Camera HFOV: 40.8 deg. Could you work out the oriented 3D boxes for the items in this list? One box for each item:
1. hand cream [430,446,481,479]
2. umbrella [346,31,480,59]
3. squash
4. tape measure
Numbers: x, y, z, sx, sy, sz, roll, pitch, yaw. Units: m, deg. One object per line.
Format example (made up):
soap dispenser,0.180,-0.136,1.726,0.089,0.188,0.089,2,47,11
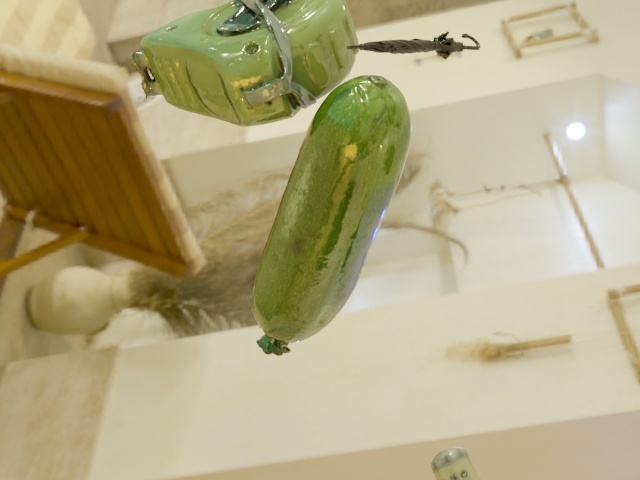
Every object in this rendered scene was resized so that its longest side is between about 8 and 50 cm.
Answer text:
hand cream,0.154,0.271,0.837,0.039,0.061,0.143,5,56,-54
umbrella,0.078,-0.148,0.662,0.022,0.149,0.022,53,-45,21
squash,0.000,0.000,0.819,0.378,0.101,0.101,115,-21,-45
tape measure,-0.055,-0.179,0.798,0.200,0.175,0.106,23,-37,49
